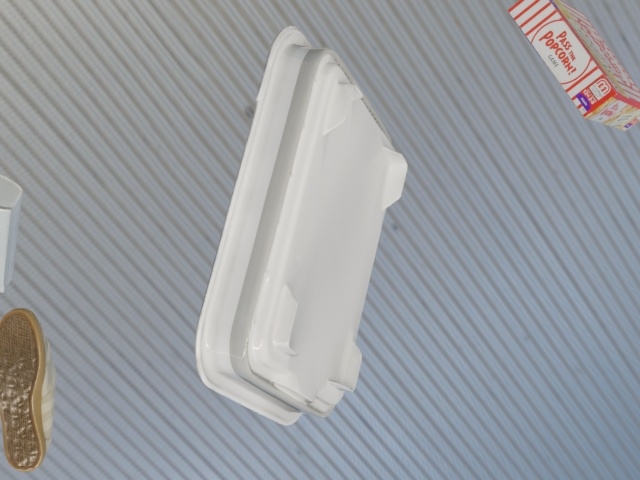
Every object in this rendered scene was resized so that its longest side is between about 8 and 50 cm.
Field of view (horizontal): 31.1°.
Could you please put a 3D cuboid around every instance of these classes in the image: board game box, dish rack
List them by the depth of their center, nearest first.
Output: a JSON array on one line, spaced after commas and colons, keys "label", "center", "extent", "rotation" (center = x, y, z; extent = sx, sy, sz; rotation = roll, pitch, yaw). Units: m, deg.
[{"label": "dish rack", "center": [0.000, 0.000, 1.074], "extent": [0.072, 0.285, 0.333], "rotation": [9, 75, 21]}, {"label": "board game box", "center": [0.292, -0.197, 1.278], "extent": [0.045, 0.193, 0.147], "rotation": [-38, 75, 22]}]

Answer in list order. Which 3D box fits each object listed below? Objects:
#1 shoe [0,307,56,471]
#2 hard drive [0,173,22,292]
[{"label": "shoe", "center": [-0.390, 0.193, 1.518], "extent": [0.076, 0.058, 0.219], "rotation": [3, 100, 10]}, {"label": "hard drive", "center": [-0.468, -0.040, 1.408], "extent": [0.203, 0.307, 0.040], "rotation": [28, 65, -5]}]
